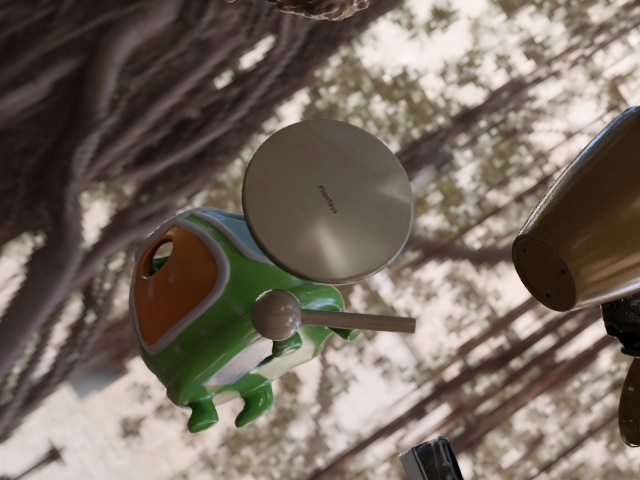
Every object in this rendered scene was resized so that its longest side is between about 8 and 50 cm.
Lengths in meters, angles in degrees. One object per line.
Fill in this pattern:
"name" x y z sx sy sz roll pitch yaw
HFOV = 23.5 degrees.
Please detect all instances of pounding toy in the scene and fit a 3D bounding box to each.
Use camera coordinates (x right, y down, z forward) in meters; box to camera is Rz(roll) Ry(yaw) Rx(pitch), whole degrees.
"pounding toy" 0.000 0.000 1.623 0.110 0.183 0.237 122 -33 -66

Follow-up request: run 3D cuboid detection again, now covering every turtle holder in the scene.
"turtle holder" -0.088 0.072 1.880 0.227 0.320 0.243 54 -43 16

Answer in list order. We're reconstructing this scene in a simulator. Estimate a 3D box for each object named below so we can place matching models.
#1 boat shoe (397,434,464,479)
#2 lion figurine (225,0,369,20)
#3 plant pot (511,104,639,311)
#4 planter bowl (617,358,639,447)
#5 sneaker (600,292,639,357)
"boat shoe" 0.214 0.415 2.354 0.108 0.102 0.301 60 2 -37
"lion figurine" -0.086 -0.470 2.143 0.240 0.142 0.392 -6 -61 58
"plant pot" 0.385 -0.017 2.041 0.237 0.254 0.237 40 -30 30
"planter bowl" 0.569 0.243 2.466 0.090 0.217 0.217 22 -17 -11
"sneaker" 0.526 0.126 2.336 0.087 0.227 0.130 149 -51 -66
